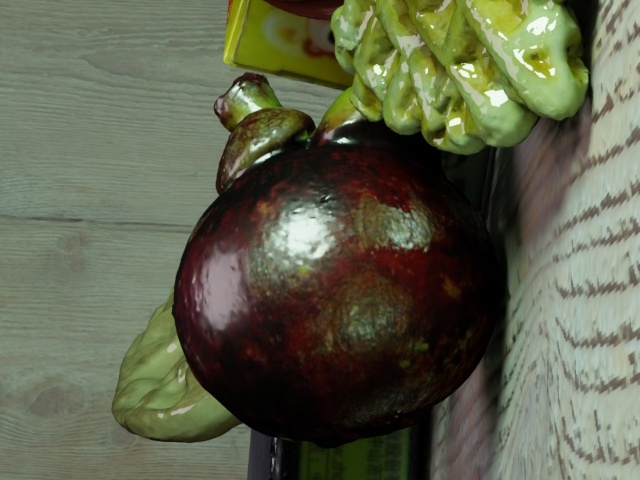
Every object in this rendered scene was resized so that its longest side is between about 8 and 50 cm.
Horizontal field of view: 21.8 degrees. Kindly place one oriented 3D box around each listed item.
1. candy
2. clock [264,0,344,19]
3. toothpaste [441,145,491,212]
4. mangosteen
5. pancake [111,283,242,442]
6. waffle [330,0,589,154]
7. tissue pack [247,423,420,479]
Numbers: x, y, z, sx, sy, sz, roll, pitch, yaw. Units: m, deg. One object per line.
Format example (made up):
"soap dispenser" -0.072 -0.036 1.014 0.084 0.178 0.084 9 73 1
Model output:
"candy" 0.015 -0.215 1.176 0.276 0.146 0.088 -86 13 -50
"clock" -0.002 -0.271 0.848 0.318 0.080 0.319 19 115 47
"toothpaste" 0.060 -0.026 0.894 0.037 0.067 0.255 -72 -13 -46
"mangosteen" 0.007 0.009 0.810 0.172 0.172 0.184 169 107 -89
"pancake" -0.026 0.023 1.109 0.049 0.294 0.294 46 -163 -18
"waffle" 0.053 -0.138 0.671 0.214 0.054 0.208 179 87 -68
"tissue pack" 0.003 0.245 1.257 0.288 0.124 0.394 -138 51 -85
